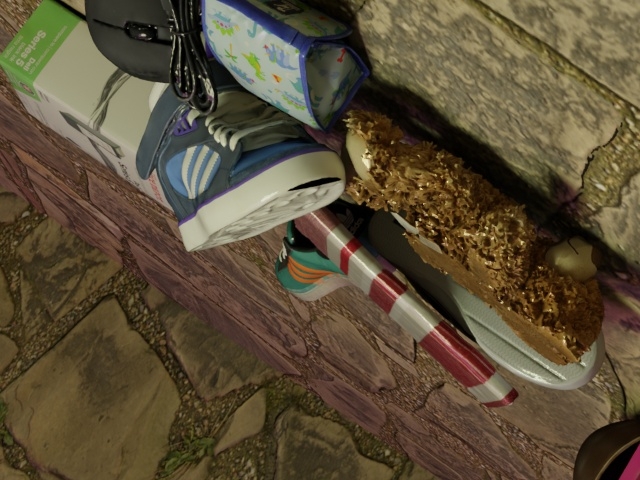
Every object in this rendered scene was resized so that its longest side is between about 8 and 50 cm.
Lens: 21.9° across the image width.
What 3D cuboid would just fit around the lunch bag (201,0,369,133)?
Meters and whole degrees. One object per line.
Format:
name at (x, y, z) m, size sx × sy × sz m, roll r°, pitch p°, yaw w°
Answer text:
lunch bag at (-0.038, -0.185, 1.563) m, size 0.129 × 0.096 × 0.151 m, roll 31°, pitch 177°, yaw 22°

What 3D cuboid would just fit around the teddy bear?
teddy bear at (0.153, -0.021, 1.639) m, size 0.338 × 0.113 × 0.245 m, roll 37°, pitch 171°, yaw 17°

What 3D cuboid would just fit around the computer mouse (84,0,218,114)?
computer mouse at (-0.190, -0.234, 1.701) m, size 0.272 × 0.072 × 0.188 m, roll -151°, pitch 51°, yaw -62°

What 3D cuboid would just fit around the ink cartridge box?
ink cartridge box at (-0.272, -0.175, 2.195) m, size 0.273 × 0.115 × 0.198 m, roll 34°, pitch 168°, yaw 11°

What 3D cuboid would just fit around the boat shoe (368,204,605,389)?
boat shoe at (0.197, 0.058, 1.837) m, size 0.335 × 0.121 × 0.119 m, roll 41°, pitch 180°, yaw 37°

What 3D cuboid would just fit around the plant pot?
plant pot at (0.396, 0.306, 2.023) m, size 0.215 × 0.215 × 0.230 m, roll 38°, pitch -178°, yaw -10°

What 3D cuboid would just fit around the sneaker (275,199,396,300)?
sneaker at (0.000, 0.000, 2.154) m, size 0.121 × 0.108 × 0.302 m, roll 41°, pitch 159°, yaw -16°

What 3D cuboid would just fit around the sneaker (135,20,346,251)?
sneaker at (-0.095, -0.128, 1.722) m, size 0.323 × 0.130 × 0.236 m, roll -25°, pitch 78°, yaw 65°

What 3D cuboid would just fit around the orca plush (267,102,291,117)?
orca plush at (-0.077, -0.113, 1.937) m, size 0.102 × 0.151 × 0.287 m, roll 6°, pitch -178°, yaw -34°

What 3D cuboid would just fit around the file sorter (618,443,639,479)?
file sorter at (0.472, 0.302, 1.751) m, size 0.182 × 0.202 × 0.291 m, roll 18°, pitch 159°, yaw 46°

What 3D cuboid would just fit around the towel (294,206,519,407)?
towel at (0.093, 0.067, 1.885) m, size 0.329 × 0.037 × 0.237 m, roll 44°, pitch 177°, yaw 5°
